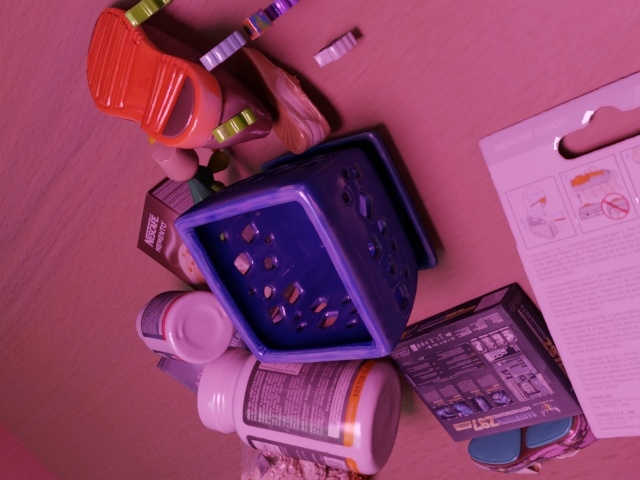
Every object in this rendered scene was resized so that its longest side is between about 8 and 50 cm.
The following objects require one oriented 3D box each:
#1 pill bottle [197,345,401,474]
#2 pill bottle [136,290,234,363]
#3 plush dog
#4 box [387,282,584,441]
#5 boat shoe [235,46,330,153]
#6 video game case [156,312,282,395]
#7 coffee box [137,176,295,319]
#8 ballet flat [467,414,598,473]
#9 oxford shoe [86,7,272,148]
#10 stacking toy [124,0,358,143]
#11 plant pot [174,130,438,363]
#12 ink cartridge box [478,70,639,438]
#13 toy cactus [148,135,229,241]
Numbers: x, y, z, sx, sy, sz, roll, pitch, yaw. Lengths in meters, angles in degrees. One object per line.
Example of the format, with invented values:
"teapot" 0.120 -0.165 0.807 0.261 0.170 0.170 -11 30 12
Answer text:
"pill bottle" -0.031 0.242 1.110 0.278 0.162 0.162 7 127 23
"pill bottle" -0.219 0.131 1.157 0.180 0.108 0.108 -5 121 57
"plush dog" -0.022 0.422 1.338 0.225 0.211 0.262 24 140 -15
"box" 0.225 0.177 1.027 0.183 0.059 0.232 52 137 -6
"boat shoe" -0.048 -0.183 0.947 0.170 0.059 0.063 56 148 18
"video game case" -0.114 0.200 1.235 0.274 0.026 0.196 31 93 12
"coffee box" -0.153 0.015 1.152 0.246 0.098 0.141 35 138 9
"ballet flat" 0.308 0.293 1.059 0.079 0.077 0.221 32 140 -17
"oxford shoe" -0.200 -0.205 0.974 0.363 0.132 0.130 42 117 41
"stacking toy" -0.080 -0.232 0.820 0.167 0.221 0.052 55 158 -15
"plant pot" 0.000 0.000 0.943 0.235 0.212 0.236 -11 115 41
"ink cartridge box" 0.377 0.013 0.794 0.308 0.091 0.385 -21 92 45
"toy cactus" -0.183 -0.092 1.010 0.112 0.180 0.219 -20 72 9
